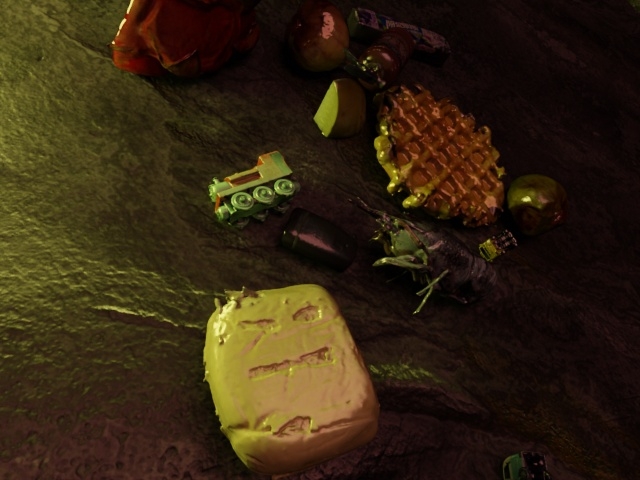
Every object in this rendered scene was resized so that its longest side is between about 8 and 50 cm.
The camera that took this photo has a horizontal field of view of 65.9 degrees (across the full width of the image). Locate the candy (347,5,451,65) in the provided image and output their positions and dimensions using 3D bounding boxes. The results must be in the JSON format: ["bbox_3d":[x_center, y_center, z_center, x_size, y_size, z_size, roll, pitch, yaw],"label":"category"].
[{"bbox_3d":[0.227,-0.575,1.393,0.313,0.061,0.088,6,57,-23],"label":"candy"}]

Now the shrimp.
[{"bbox_3d":[0.196,0.041,0.967,0.372,0.137,0.172,22,38,-15],"label":"shrimp"}]

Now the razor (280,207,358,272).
[{"bbox_3d":[0.000,0.000,0.954,0.148,0.054,0.090,27,58,-9],"label":"razor"}]

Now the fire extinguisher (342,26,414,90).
[{"bbox_3d":[0.137,-0.443,1.197,0.138,0.102,0.344,41,38,-8],"label":"fire extinguisher"}]

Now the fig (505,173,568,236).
[{"bbox_3d":[0.526,-0.092,1.213,0.154,0.144,0.165,6,45,-12],"label":"fig"}]

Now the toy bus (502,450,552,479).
[{"bbox_3d":[0.360,0.437,0.861,0.060,0.075,0.122,15,56,-18],"label":"toy bus"}]

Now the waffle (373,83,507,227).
[{"bbox_3d":[0.292,-0.204,1.193,0.382,0.095,0.379,14,58,-22],"label":"waffle"}]

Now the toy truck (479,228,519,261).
[{"bbox_3d":[0.409,0.013,1.144,0.083,0.054,0.049,-21,73,-34],"label":"toy truck"}]

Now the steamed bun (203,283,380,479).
[{"bbox_3d":[-0.053,0.203,0.747,0.232,0.166,0.272,-17,65,-19],"label":"steamed bun"}]

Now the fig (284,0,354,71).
[{"bbox_3d":[0.027,-0.464,1.188,0.231,0.143,0.160,27,85,-18],"label":"fig"}]

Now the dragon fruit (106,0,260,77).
[{"bbox_3d":[-0.225,-0.459,0.953,0.228,0.329,0.286,31,52,-14],"label":"dragon fruit"}]

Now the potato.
[{"bbox_3d":[0.075,-0.304,1.125,0.149,0.120,0.081,-25,74,-33],"label":"potato"}]

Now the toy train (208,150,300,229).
[{"bbox_3d":[-0.129,-0.096,0.942,0.176,0.074,0.118,-23,64,-29],"label":"toy train"}]
